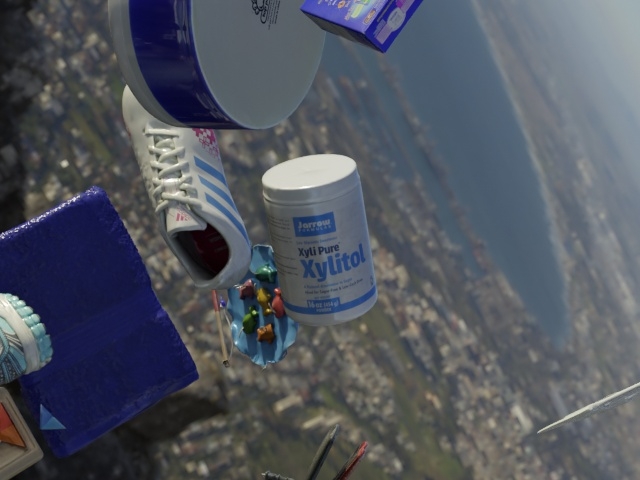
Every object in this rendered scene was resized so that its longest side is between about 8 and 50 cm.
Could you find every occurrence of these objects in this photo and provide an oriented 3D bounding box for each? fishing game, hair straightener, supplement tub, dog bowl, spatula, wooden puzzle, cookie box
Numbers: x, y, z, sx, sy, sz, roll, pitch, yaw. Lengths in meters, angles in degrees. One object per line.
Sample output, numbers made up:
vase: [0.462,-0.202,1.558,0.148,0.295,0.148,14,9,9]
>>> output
fishing game: [-0.096,0.101,1.996,0.041,0.264,0.189,-1,73,-37]
hair straightener: [-0.036,0.313,1.631,0.089,0.230,0.047,34,25,0]
supplement tub: [0.000,0.000,0.939,0.071,0.071,0.107,-81,162,-66]
dog bowl: [-0.101,-0.249,1.392,0.265,0.104,0.265,-17,110,-58]
spatula: [0.422,0.198,1.771,0.168,0.242,0.019,0,63,-53]
wooden puzzle: [-0.286,0.174,1.139,0.078,0.116,0.014,51,-9,6]
cookie box: [0.046,-0.239,1.284,0.107,0.092,0.040,32,-6,48]

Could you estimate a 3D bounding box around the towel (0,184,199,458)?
towel: [-0.327,0.108,1.780,0.308,0.227,0.076,65,-22,-10]

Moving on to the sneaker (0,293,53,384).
sneaker: [-0.466,0.088,1.622,0.122,0.283,0.110,-35,142,-43]

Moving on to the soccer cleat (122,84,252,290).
soccer cleat: [-0.194,-0.081,1.870,0.331,0.116,0.143,64,19,-6]
